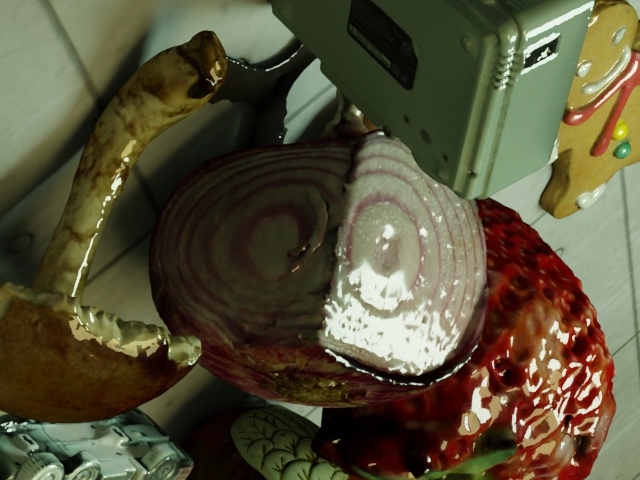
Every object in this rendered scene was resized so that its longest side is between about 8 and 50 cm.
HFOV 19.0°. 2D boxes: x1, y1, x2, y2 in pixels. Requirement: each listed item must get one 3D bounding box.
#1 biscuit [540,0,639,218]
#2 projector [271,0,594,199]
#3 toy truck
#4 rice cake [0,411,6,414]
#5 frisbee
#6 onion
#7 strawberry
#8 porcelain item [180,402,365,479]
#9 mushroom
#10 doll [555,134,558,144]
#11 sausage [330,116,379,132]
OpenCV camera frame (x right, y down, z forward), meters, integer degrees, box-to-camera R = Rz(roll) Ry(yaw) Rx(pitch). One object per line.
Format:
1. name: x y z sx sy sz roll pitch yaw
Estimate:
1. biscuit: 0.294 -0.139 1.988 0.216 0.047 0.339 -40 153 -11
2. projector: 0.070 -0.173 1.409 0.099 0.256 0.192 -29 149 -27
3. toy truck: -0.239 0.217 1.675 0.270 0.114 0.135 3 123 -54
4. rice cake: -0.245 0.113 1.584 0.052 0.057 0.256 -27 166 38
5. frisbee: -0.028 -0.140 1.587 0.187 0.012 0.211 -42 152 -7
6. onion: -0.010 0.029 1.592 0.256 0.230 0.272 52 44 -29
7. strawberry: 0.148 0.100 1.801 0.292 0.292 0.310 32 76 -62
8. porcelain item: -0.023 0.270 1.900 0.253 0.253 0.253 -33 150 -22
9. mushroom: -0.171 0.013 1.467 0.301 0.233 0.208 -51 122 -26
10. doll: 0.157 -0.118 1.796 0.227 0.075 0.102 12 110 -47
11. sausage: -0.001 0.000 1.747 0.078 0.078 0.304 -17 143 -42
